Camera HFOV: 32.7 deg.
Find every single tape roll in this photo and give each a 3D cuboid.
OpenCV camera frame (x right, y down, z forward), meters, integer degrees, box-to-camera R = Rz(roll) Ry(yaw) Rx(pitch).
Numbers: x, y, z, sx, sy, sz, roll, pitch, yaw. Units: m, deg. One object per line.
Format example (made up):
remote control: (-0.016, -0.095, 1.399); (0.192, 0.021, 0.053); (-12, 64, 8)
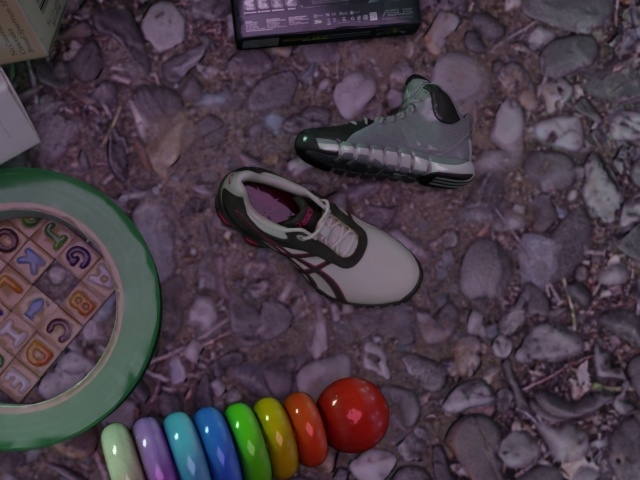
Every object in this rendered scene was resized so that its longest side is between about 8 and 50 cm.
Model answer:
tape roll: (-0.345, 0.078, 1.261); (0.321, 0.077, 0.322); (1, 84, -5)

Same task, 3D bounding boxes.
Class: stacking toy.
stacking toy: (-0.078, 0.232, 1.263); (0.330, 0.141, 0.141); (-17, 86, -13)

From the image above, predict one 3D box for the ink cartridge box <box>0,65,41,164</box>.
ink cartridge box: (-0.447, -0.128, 1.236); (0.219, 0.093, 0.160); (-30, 46, -8)

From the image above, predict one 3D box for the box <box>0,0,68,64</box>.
box: (-0.454, -0.265, 1.199); (0.311, 0.148, 0.121); (-8, 47, 14)

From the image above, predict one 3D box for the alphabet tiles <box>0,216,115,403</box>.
alphabet tiles: (-0.383, 0.071, 1.301); (0.198, 0.009, 0.237); (39, 81, -1)

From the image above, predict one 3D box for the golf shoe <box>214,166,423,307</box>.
golf shoe: (0.000, 0.000, 1.294); (0.272, 0.120, 0.105); (26, 80, -4)

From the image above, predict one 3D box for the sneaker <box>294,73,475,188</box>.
sneaker: (0.082, -0.144, 1.342); (0.228, 0.086, 0.132); (9, 78, -15)

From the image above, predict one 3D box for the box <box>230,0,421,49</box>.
box: (0.000, -0.341, 1.358); (0.232, 0.059, 0.184); (-7, 85, -6)
